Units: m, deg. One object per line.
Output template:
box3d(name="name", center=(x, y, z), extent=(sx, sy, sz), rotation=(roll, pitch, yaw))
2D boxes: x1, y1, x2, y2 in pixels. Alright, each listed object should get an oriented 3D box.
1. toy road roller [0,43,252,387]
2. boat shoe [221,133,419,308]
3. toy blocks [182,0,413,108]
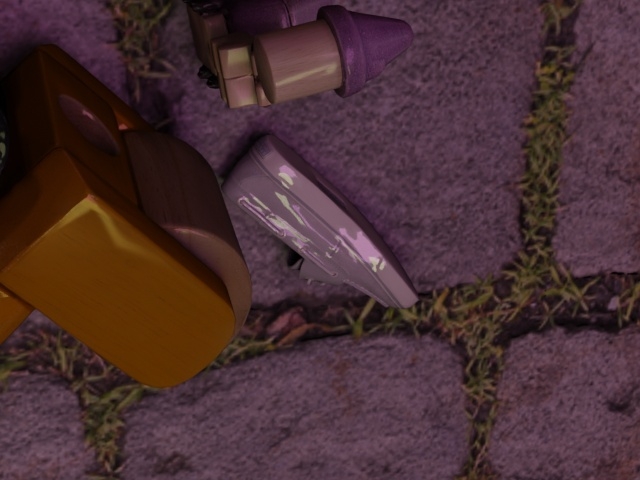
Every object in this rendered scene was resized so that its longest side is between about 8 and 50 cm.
box3d(name="toy road roller", center=(-0.230, -0.007, 1.097), extent=(0.240, 0.202, 0.329), rotation=(-44, 122, 14))
box3d(name="boat shoe", center=(0.000, 0.000, 1.278), extent=(0.063, 0.066, 0.184), rotation=(-40, 125, 11))
box3d(name="toy blocks", center=(0.043, -0.249, 1.061), extent=(0.260, 0.288, 0.309), rotation=(-16, 113, -12))
